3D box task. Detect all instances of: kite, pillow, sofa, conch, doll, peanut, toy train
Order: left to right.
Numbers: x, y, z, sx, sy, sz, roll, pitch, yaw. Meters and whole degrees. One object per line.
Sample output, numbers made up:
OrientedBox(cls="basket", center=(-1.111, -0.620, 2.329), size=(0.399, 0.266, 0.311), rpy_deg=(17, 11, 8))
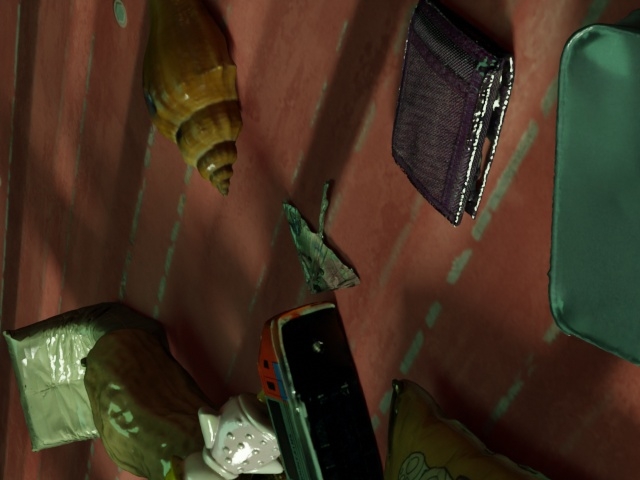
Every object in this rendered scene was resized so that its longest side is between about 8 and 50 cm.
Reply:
OrientedBox(cls="sofa", center=(-0.317, 0.210, 1.688), size=(0.225, 0.176, 0.210), rpy_deg=(19, 122, 54))
OrientedBox(cls="peanut", center=(-0.196, 0.241, 1.502), size=(0.291, 0.143, 0.159), rpy_deg=(42, 142, 31))
OrientedBox(cls="conch", center=(-0.157, -0.196, 1.272), size=(0.330, 0.093, 0.109), rpy_deg=(66, 157, 11))
OrientedBox(cls="doll", center=(-0.102, 0.237, 1.339), size=(0.129, 0.207, 0.081), rpy_deg=(42, -170, -26))
OrientedBox(cls="kite", center=(0.000, 0.000, 1.208), size=(0.139, 0.011, 0.156), rpy_deg=(43, 142, 35))
OrientedBox(cls="toy train", center=(0.015, 0.264, 1.252), size=(0.089, 0.086, 0.409), rpy_deg=(-3, 104, 62))
OrientedBox(cls="pillow", center=(0.144, 0.315, 1.025), size=(0.310, 0.119, 0.312), rpy_deg=(28, 121, 47))

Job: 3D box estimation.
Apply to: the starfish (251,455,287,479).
OrientedBox(cls="starfish", center=(-0.036, 0.300, 1.409), size=(0.227, 0.043, 0.240), rpy_deg=(-43, 64, 56))

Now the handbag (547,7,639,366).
OrientedBox(cls="handbag", center=(0.232, -0.023, 0.756), size=(0.179, 0.062, 0.229), rpy_deg=(27, 129, 47))

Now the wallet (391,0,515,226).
OrientedBox(cls="wallet", center=(0.098, -0.105, 0.958), size=(0.111, 0.030, 0.166), rpy_deg=(46, 142, 36))
